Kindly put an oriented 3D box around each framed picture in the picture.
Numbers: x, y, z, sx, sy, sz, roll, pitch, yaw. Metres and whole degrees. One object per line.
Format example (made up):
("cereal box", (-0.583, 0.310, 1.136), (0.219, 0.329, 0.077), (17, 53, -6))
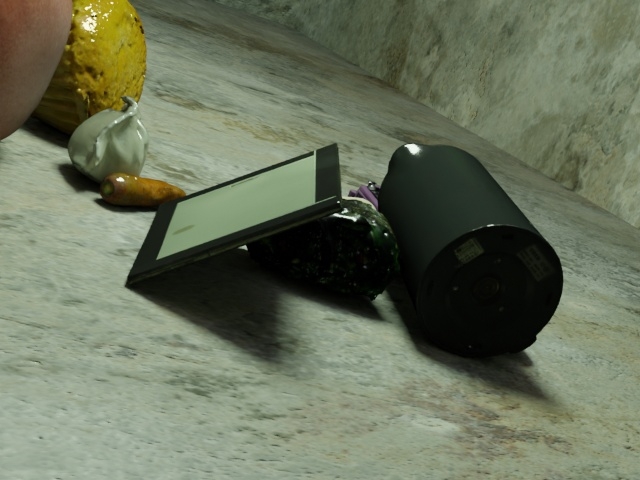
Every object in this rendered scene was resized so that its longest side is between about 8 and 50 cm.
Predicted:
("framed picture", (-0.097, -0.041, 1.634), (0.265, 0.016, 0.347), (-20, 15, 4))

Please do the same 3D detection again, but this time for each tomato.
("tomato", (-0.454, -0.287, 1.685), (0.272, 0.341, 0.341), (35, 11, -16))

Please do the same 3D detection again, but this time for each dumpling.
("dumpling", (-0.283, -0.138, 1.817), (0.108, 0.127, 0.188), (36, 9, -4))

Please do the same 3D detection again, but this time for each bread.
("bread", (-0.351, -0.266, 1.991), (0.139, 0.240, 0.240), (5, 8, 19))

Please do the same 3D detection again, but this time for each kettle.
("kettle", (0.225, 0.012, 1.881), (0.262, 0.203, 0.308), (22, 21, -21))

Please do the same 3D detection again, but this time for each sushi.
("sushi", (0.000, 0.000, 1.782), (0.225, 0.124, 0.127), (20, 13, -17))

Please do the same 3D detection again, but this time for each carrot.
("carrot", (-0.237, -0.067, 1.807), (0.047, 0.047, 0.191), (31, 13, 24))

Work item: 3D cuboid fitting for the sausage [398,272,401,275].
("sausage", (0.132, 0.030, 2.044), (0.347, 0.053, 0.053), (17, 16, -28))

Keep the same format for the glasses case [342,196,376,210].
("glasses case", (-0.001, -0.023, 1.912), (0.196, 0.050, 0.083), (1, 68, -33))

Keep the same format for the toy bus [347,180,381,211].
("toy bus", (0.108, -0.028, 2.148), (0.098, 0.087, 0.178), (12, 20, -22))
